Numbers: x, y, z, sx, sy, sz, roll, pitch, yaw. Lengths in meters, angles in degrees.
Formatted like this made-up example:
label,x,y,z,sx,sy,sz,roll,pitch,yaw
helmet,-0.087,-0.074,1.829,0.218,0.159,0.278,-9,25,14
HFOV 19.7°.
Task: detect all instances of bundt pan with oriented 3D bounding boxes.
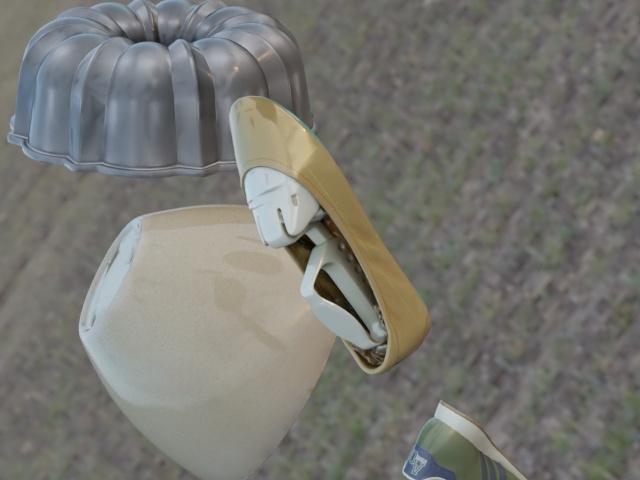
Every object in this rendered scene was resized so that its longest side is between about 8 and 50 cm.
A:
label,x,y,z,sx,sy,sz,roll,pitch,yaw
bundt pan,-0.166,-0.174,1.929,0.331,0.331,0.124,-95,5,-69

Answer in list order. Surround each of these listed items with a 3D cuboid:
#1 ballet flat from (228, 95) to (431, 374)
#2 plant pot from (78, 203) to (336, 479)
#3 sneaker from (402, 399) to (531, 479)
label,x,y,z,sx,sy,sz,roll,pitch,yaw
ballet flat,0.000,0.000,1.337,0.080,0.232,0.073,-22,21,47
plant pot,-0.123,0.076,1.801,0.284,0.191,0.284,-52,22,30
sneaker,0.137,0.229,1.759,0.064,0.192,0.086,29,78,41
